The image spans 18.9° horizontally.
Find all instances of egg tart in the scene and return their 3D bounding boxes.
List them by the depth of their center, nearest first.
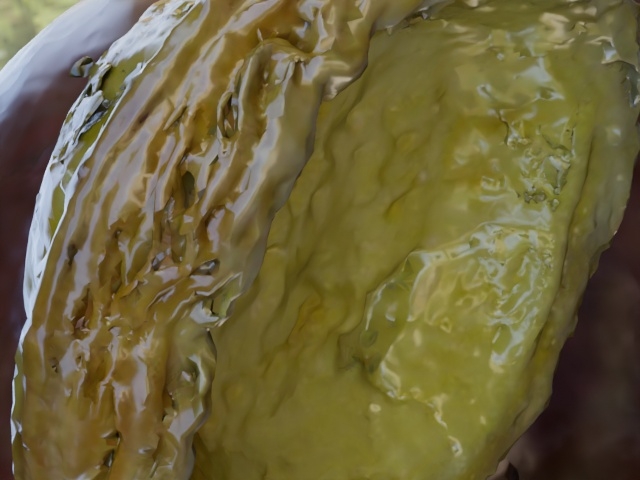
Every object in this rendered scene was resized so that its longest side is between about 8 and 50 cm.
[{"bbox_3d":[-0.001,-0.001,0.469,0.090,0.212,0.212,34,151,31],"label":"egg tart"}]

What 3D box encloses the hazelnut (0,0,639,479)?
[{"bbox_3d":[0.037,0.062,0.824,0.402,0.429,0.402,-175,90,-85],"label":"hazelnut"}]
